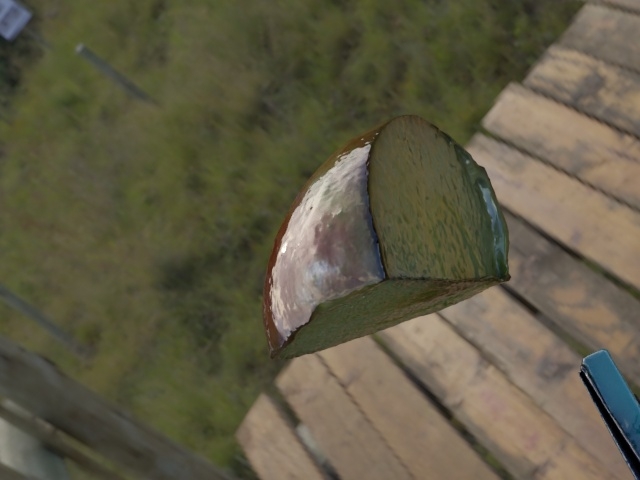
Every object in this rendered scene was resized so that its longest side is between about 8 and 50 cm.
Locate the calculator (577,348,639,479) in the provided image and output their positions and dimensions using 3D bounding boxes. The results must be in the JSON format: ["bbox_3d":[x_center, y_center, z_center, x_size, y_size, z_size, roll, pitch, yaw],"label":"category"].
[{"bbox_3d":[0.427,0.293,1.679,0.058,0.274,0.248,-28,43,7],"label":"calculator"}]

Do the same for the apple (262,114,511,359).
[{"bbox_3d":[0.055,0.010,1.197,0.179,0.346,0.254,20,100,25],"label":"apple"}]
